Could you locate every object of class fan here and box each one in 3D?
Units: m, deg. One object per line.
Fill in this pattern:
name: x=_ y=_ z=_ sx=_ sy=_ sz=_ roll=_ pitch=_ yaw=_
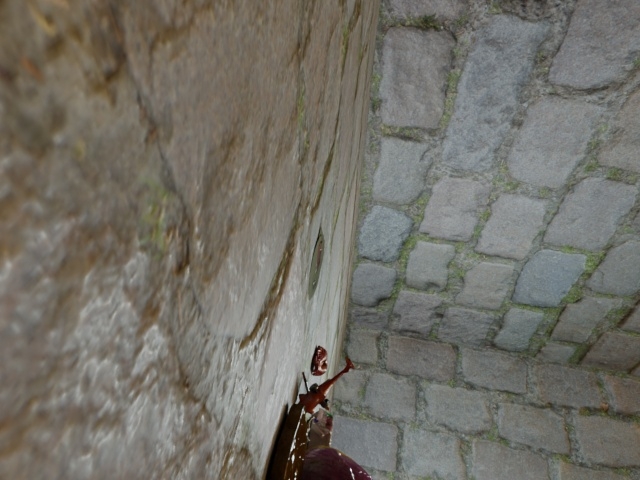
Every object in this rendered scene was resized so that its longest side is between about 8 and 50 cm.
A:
fan: x=0.001 y=0.000 z=1.085 sx=0.182 sy=0.010 sz=0.311 roll=-49 pitch=147 yaw=-76

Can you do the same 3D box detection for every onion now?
onion: x=0.039 y=0.678 z=1.040 sx=0.159 sy=0.348 sz=0.268 roll=32 pitch=62 yaw=-55

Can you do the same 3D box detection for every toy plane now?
toy plane: x=0.016 y=0.403 z=1.132 sx=0.077 sy=0.194 sz=0.126 roll=170 pitch=-96 yaw=-76

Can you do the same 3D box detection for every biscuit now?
biscuit: x=-0.078 y=0.527 z=0.939 sx=0.273 sy=0.049 sz=0.258 roll=-74 pitch=167 yaw=-51

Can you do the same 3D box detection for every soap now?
soap: x=-0.010 y=0.817 z=1.612 sx=0.218 sy=0.097 sz=0.274 roll=20 pitch=79 yaw=-82

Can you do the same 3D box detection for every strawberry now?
strawberry: x=0.000 y=0.411 z=1.421 sx=0.152 sy=0.048 sz=0.104 roll=21 pitch=74 yaw=-86

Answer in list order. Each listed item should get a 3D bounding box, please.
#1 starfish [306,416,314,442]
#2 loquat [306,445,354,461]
starfish: x=-0.040 y=0.647 z=1.455 sx=0.091 sy=0.028 sz=0.078 roll=-75 pitch=177 yaw=-56
loquat: x=0.023 y=0.779 z=1.360 sx=0.238 sy=0.238 sz=0.193 roll=73 pitch=33 yaw=-73
